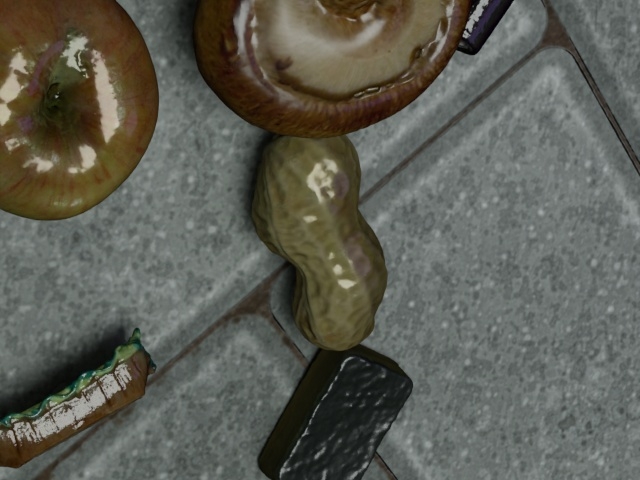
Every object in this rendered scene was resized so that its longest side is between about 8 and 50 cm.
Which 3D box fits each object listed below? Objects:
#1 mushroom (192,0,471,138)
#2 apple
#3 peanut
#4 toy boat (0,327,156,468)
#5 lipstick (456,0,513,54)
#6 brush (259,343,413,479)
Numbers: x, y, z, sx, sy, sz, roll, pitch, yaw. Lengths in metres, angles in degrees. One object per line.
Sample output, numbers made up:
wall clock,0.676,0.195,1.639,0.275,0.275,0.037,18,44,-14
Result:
mushroom,0.015,-0.262,1.811,0.346,0.259,0.345,-9,112,-24
apple,-0.286,-0.152,1.736,0.261,0.194,0.260,-9,110,-26
peanut,0.000,0.000,1.987,0.136,0.120,0.298,-15,118,4
toy boat,-0.318,0.191,1.909,0.293,0.108,0.099,-21,83,-14
lipstick,0.227,-0.352,1.996,0.081,0.081,0.299,34,88,-33
brush,0.022,0.224,2.114,0.123,0.059,0.197,26,95,-34
